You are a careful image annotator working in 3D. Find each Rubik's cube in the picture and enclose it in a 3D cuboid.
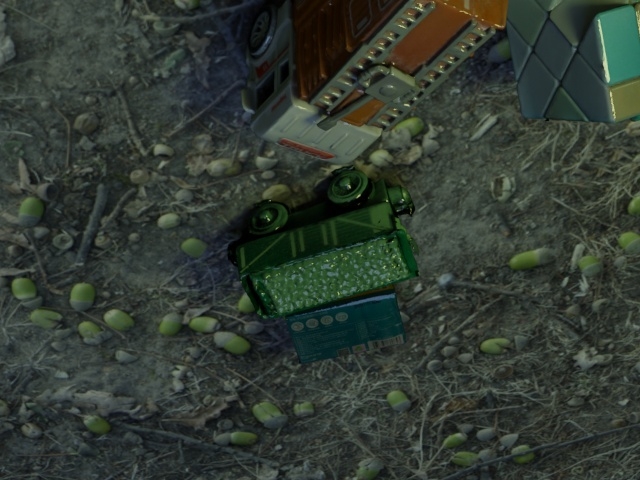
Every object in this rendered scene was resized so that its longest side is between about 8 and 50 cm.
[{"bbox_3d":[0.355,-0.247,1.920,0.213,0.265,0.224,-20,107,-28],"label":"Rubik's cube"}]

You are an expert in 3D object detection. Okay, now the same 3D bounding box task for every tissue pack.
[{"bbox_3d":[0.032,0.105,2.319,0.169,0.082,0.120,-12,134,4],"label":"tissue pack"}]

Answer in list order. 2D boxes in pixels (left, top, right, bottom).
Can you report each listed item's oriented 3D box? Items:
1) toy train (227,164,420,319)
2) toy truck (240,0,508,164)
[{"bbox_3d":[0.000,0.000,2.160,0.270,0.154,0.115,-16,133,7],"label":"toy train"},{"bbox_3d":[0.057,-0.236,1.847,0.173,0.206,0.387,18,146,-24],"label":"toy truck"}]
